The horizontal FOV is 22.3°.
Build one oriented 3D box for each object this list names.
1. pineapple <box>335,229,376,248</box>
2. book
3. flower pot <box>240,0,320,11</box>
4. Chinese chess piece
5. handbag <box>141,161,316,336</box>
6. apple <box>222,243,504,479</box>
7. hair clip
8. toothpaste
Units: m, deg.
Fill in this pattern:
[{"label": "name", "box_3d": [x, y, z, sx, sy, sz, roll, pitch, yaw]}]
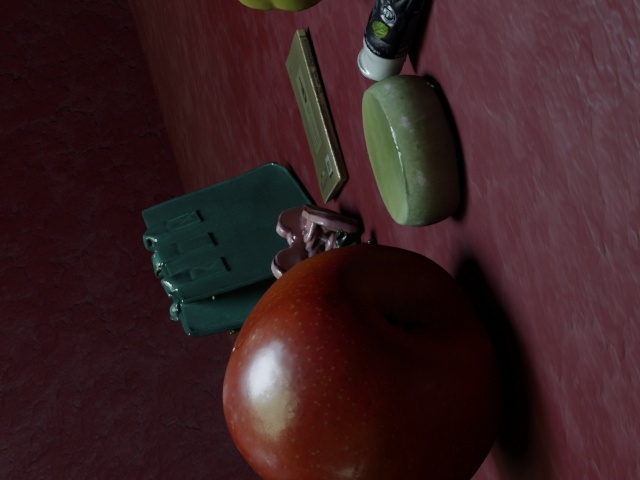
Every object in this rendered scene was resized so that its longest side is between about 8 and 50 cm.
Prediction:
[{"label": "pineapple", "box_3d": [0.043, 0.081, 1.883, 0.108, 0.108, 0.198, 102, 163, -68]}, {"label": "book", "box_3d": [-0.006, -0.155, 2.051, 0.138, 0.016, 0.199, 124, 132, -77]}, {"label": "flower pot", "box_3d": [-0.050, -0.331, 1.620, 0.179, 0.195, 0.195, 71, 179, -57]}, {"label": "Chinese chess piece", "box_3d": [0.086, -0.084, 1.521, 0.144, 0.058, 0.144, 165, 90, -81]}, {"label": "handbag", "box_3d": [-0.113, 0.015, 2.239, 0.326, 0.238, 0.089, -122, 16, -62]}, {"label": "apple", "box_3d": [0.038, 0.128, 1.502, 0.216, 0.260, 0.260, -61, 37, 39]}, {"label": "hair clip", "box_3d": [-0.004, 0.011, 2.010, 0.138, 0.123, 0.102, -154, 80, -71]}, {"label": "toothpaste", "box_3d": [0.071, -0.219, 1.477, 0.193, 0.045, 0.071, 109, 147, -61]}]
